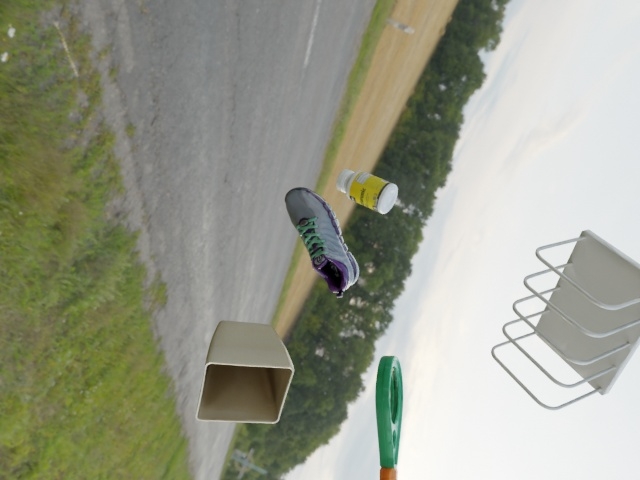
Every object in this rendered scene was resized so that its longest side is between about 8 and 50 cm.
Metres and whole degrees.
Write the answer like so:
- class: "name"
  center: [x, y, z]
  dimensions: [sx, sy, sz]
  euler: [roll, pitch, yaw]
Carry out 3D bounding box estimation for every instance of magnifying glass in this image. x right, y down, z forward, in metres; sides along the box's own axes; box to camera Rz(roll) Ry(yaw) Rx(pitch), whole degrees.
- class: "magnifying glass"
  center: [0.087, 0.264, 0.716]
  dimensions: [0.092, 0.026, 0.230]
  euler: [44, 45, -64]

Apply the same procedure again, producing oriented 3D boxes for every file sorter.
- class: "file sorter"
  center: [0.478, 0.156, 1.069]
  dimensions: [0.193, 0.173, 0.277]
  euler: [50, -39, 44]

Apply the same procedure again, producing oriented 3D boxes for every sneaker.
- class: "sneaker"
  center: [0.000, 0.000, 1.065]
  dimensions: [0.083, 0.223, 0.098]
  euler: [-31, -173, 21]

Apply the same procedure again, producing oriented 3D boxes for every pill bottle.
- class: "pill bottle"
  center: [0.092, -0.104, 1.135]
  dimensions: [0.065, 0.116, 0.065]
  euler: [-39, 144, -37]

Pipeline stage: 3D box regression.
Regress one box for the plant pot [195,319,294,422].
- class: "plant pot"
  center: [-0.103, 0.166, 0.738]
  dimensions: [0.096, 0.109, 0.109]
  euler: [-104, -155, -53]
